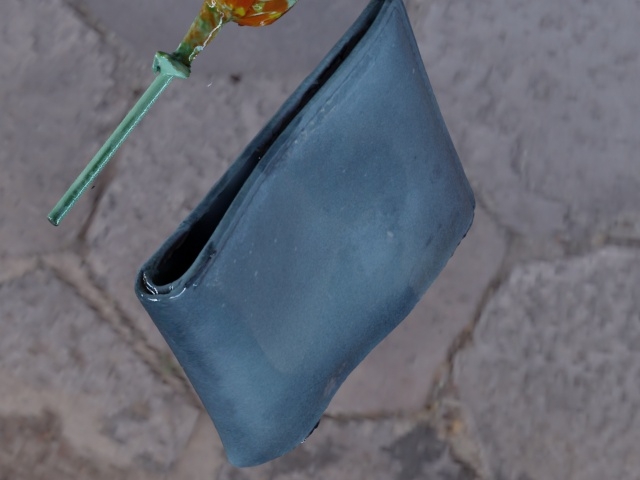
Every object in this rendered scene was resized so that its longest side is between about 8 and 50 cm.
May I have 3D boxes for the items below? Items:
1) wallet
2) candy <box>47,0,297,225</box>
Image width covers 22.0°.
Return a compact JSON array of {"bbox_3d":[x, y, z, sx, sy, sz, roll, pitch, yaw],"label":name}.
[{"bbox_3d":[0.001,0.001,1.168,0.054,0.290,0.251,28,158,31],"label":"wallet"},{"bbox_3d":[-0.072,-0.081,0.787,0.055,0.049,0.184,37,86,6],"label":"candy"}]
